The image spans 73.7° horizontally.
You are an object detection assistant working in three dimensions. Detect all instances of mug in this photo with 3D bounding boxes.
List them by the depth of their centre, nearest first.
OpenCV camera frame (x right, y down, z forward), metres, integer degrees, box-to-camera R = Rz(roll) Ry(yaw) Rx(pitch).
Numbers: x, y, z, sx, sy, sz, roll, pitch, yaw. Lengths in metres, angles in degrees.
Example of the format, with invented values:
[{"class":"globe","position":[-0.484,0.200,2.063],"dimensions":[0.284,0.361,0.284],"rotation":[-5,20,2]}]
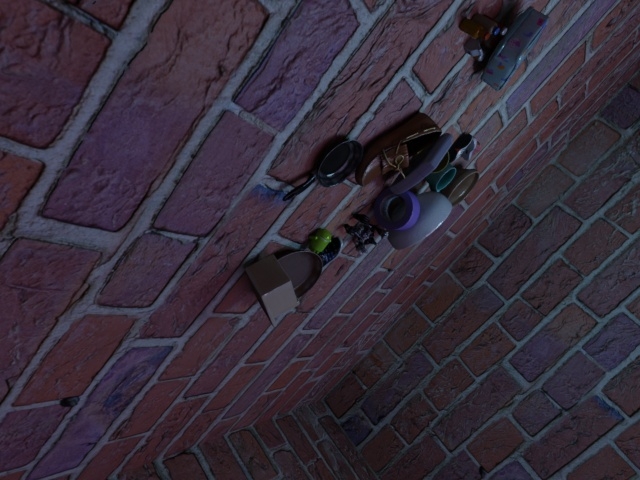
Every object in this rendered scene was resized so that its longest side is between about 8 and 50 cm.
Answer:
[{"class":"mug","position":[0.550,-0.306,2.019],"dimensions":[0.129,0.097,0.157],"rotation":[3,129,-55]}]

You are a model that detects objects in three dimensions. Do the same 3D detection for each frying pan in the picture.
[{"class":"frying pan","position":[0.015,-0.225,1.478],"dimensions":[0.326,0.053,0.197],"rotation":[-42,153,3]}]

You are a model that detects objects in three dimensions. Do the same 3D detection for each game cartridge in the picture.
[{"class":"game cartridge","position":[0.389,-0.291,1.696],"dimensions":[0.198,0.062,0.297],"rotation":[-48,-175,-24]}]

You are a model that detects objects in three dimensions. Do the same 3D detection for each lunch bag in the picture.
[{"class":"lunch bag","position":[0.715,-0.705,1.584],"dimensions":[0.224,0.108,0.279],"rotation":[-54,172,-3]}]

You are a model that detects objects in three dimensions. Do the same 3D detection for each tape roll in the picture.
[{"class":"tape roll","position":[0.334,-0.138,1.876],"dimensions":[0.080,0.189,0.189],"rotation":[5,127,-55]}]

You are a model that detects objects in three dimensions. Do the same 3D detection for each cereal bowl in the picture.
[{"class":"cereal bowl","position":[0.439,-0.117,2.015],"dimensions":[0.339,0.141,0.339],"rotation":[-40,-169,10]}]

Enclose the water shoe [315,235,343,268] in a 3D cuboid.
[{"class":"water shoe","position":[0.020,0.065,1.879],"dimensions":[0.203,0.073,0.080],"rotation":[-52,149,16]}]

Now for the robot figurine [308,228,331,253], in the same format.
[{"class":"robot figurine","position":[0.000,0.000,1.764],"dimensions":[0.101,0.067,0.115],"rotation":[12,122,-46]}]

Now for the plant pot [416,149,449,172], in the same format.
[{"class":"plant pot","position":[0.492,-0.368,1.842],"dimensions":[0.134,0.134,0.095],"rotation":[-62,171,33]}]

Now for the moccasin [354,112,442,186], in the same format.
[{"class":"moccasin","position":[0.290,-0.322,1.594],"dimensions":[0.380,0.147,0.139],"rotation":[-35,152,-15]}]

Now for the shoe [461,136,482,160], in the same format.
[{"class":"shoe","position":[0.748,-0.468,2.092],"dimensions":[0.081,0.063,0.178],"rotation":[-40,158,-8]}]

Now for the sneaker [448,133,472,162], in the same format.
[{"class":"sneaker","position":[0.656,-0.437,2.033],"dimensions":[0.161,0.057,0.075],"rotation":[-52,168,16]}]

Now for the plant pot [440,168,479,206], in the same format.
[{"class":"plant pot","position":[0.707,-0.293,2.234],"dimensions":[0.237,0.109,0.237],"rotation":[-33,152,-20]}]

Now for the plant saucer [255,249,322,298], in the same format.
[{"class":"plant saucer","position":[-0.136,0.149,1.774],"dimensions":[0.311,0.050,0.310],"rotation":[-23,141,-20]}]

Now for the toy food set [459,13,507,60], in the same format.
[{"class":"toy food set","position":[0.572,-0.696,1.476],"dimensions":[0.111,0.104,0.232],"rotation":[-49,152,12]}]

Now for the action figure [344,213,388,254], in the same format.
[{"class":"action figure","position":[0.211,-0.017,1.944],"dimensions":[0.164,0.141,0.276],"rotation":[-46,150,4]}]

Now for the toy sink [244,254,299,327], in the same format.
[{"class":"toy sink","position":[-0.174,0.194,1.627],"dimensions":[0.131,0.152,0.234],"rotation":[-27,140,-14]}]
